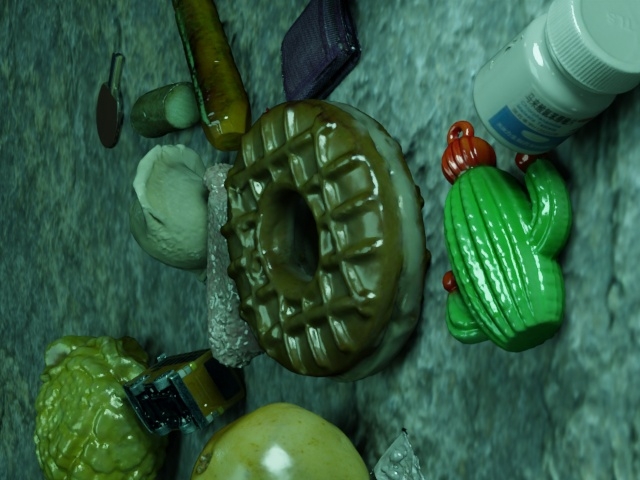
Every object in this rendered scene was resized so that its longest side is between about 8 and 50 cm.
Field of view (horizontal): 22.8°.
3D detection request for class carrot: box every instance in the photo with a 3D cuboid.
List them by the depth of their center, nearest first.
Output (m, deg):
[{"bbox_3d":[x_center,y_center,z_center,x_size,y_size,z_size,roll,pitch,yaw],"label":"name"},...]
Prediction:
[{"bbox_3d":[-0.146,-0.234,2.105,0.070,0.070,0.260,-55,44,47],"label":"carrot"}]

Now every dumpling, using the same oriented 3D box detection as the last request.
[{"bbox_3d":[-0.184,-0.046,2.086,0.126,0.216,0.166,-22,55,40],"label":"dumpling"}]

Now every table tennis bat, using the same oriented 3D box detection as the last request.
[{"bbox_3d":[-0.328,-0.219,2.491,0.095,0.014,0.158,52,137,49],"label":"table tennis bat"}]

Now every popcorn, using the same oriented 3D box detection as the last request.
[{"bbox_3d":[-0.314,0.251,2.339,0.225,0.174,0.285,-32,52,41],"label":"popcorn"}]

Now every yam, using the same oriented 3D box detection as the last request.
[{"bbox_3d":[-0.215,-0.185,2.233,0.146,0.070,0.069,-6,86,62],"label":"yam"}]

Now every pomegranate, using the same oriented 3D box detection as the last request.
[{"bbox_3d":[-0.052,0.301,1.800,0.233,0.233,0.233,5,96,61],"label":"pomegranate"}]

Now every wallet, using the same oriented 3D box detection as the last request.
[{"bbox_3d":[-0.005,-0.230,1.879,0.166,0.030,0.111,-43,53,54],"label":"wallet"}]

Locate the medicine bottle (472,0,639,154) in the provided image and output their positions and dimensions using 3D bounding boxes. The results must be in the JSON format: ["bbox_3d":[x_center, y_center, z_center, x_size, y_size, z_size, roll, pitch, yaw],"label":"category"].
[{"bbox_3d":[0.217,-0.153,1.403,0.168,0.105,0.105,-42,55,54],"label":"medicine bottle"}]

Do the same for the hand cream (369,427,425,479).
[{"bbox_3d":[0.106,0.330,1.690,0.084,0.050,0.257,121,146,-44],"label":"hand cream"}]

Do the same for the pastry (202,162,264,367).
[{"bbox_3d":[-0.091,0.022,1.983,0.112,0.103,0.265,-23,73,52],"label":"pastry"}]

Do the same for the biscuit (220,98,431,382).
[{"bbox_3d":[0.000,0.000,1.786,0.332,0.103,0.332,12,105,53],"label":"biscuit"}]

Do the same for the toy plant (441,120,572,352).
[{"bbox_3d":[0.175,-0.011,1.512,0.155,0.088,0.240,-13,69,49],"label":"toy plant"}]

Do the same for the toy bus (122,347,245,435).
[{"bbox_3d":[-0.187,0.203,2.156,0.091,0.103,0.182,59,151,-8],"label":"toy bus"}]

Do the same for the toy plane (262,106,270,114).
[{"bbox_3d":[-0.040,-0.125,1.945,0.145,0.037,0.060,27,111,57],"label":"toy plane"}]
